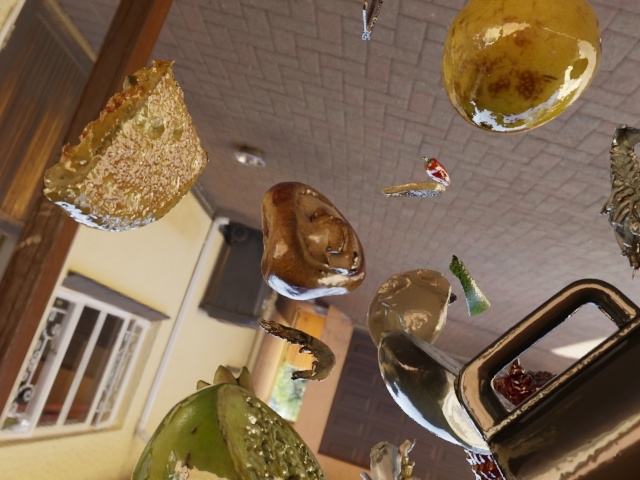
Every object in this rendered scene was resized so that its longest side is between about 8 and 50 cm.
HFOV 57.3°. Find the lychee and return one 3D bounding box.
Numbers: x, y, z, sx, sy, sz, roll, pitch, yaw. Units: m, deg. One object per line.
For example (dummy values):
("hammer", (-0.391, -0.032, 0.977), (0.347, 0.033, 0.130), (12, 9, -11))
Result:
("lychee", (0.612, 0.557, 1.664), (0.500, 0.424, 0.424), (65, 156, -6))

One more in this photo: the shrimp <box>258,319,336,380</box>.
("shrimp", (-0.060, 0.241, 1.262), (0.195, 0.035, 0.148), (25, -149, 3))

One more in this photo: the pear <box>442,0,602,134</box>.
("pear", (0.357, -0.329, 1.058), (0.280, 0.281, 0.281), (17, 167, 4))

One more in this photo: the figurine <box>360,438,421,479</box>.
("figurine", (0.193, 0.587, 1.469), (0.128, 0.208, 0.184), (-35, 94, 28))

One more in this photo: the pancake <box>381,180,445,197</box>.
("pancake", (0.212, -0.114, 1.333), (0.151, 0.025, 0.151), (-5, 177, 0))

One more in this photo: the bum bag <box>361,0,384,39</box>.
("bum bag", (0.128, -0.572, 1.432), (0.026, 0.109, 0.159), (20, 174, 7))

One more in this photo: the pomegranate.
("pomegranate", (-0.142, 0.348, 0.850), (0.310, 0.216, 0.358), (44, -175, -33))

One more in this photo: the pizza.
("pizza", (-0.204, -0.107, 0.656), (0.058, 0.197, 0.292), (18, -160, 13))

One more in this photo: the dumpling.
("dumpling", (0.263, 0.217, 1.698), (0.204, 0.293, 0.163), (22, 174, 30))

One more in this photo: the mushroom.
("mushroom", (0.000, 0.000, 1.436), (0.259, 0.346, 0.345), (-34, 136, 31))

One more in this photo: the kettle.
("kettle", (0.343, 0.193, 0.655), (0.262, 0.308, 0.203), (53, -172, -2))

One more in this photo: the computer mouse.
("computer mouse", (0.218, 0.273, 1.028), (0.373, 0.114, 0.203), (33, -175, -38))

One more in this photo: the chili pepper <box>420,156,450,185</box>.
("chili pepper", (0.380, -0.227, 1.907), (0.059, 0.050, 0.191), (0, 156, 38))

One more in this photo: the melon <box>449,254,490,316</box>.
("melon", (0.312, 0.086, 1.225), (0.053, 0.114, 0.262), (-15, 153, 17))

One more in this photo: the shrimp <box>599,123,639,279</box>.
("shrimp", (0.831, -0.108, 1.546), (0.221, 0.411, 0.166), (3, 151, -3))
